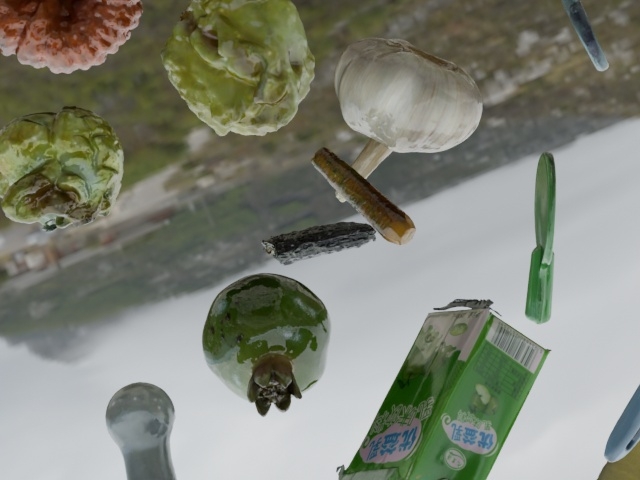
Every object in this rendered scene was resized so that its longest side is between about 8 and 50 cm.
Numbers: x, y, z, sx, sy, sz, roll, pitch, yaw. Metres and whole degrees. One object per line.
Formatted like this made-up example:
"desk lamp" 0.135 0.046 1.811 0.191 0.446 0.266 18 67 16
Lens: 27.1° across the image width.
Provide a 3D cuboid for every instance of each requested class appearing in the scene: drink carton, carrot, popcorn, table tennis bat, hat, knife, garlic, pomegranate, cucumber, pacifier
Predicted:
"drink carton" 0.149 0.212 1.624 0.271 0.108 0.161 -60 -161 -18
"carrot" 0.049 -0.055 1.606 0.042 0.171 0.042 -35 152 -22
"popcorn" -0.368 -0.088 1.825 0.198 0.198 0.212 -23 -150 16
"table tennis bat" 0.323 -0.001 1.917 0.039 0.257 0.160 3 -163 3
"hat" -0.440 -0.418 2.221 0.285 0.285 0.400 -23 -170 -3
"knife" 0.311 0.043 1.035 0.044 0.019 0.313 19 104 -45
"garlic" 0.086 -0.138 1.677 0.226 0.199 0.199 -61 169 16
"popcorn" -0.132 -0.300 2.020 0.225 0.285 0.174 -3 -173 25
"pomegranate" -0.069 0.150 1.801 0.187 0.187 0.225 -23 -149 5
"cucumber" 0.000 0.000 2.067 0.182 0.053 0.053 -13 -179 -2
"pacifier" -0.203 0.276 1.533 0.287 0.225 0.238 -16 169 17

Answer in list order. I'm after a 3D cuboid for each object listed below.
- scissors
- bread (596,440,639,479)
"scissors" 0.339 -0.427 1.971 0.029 0.256 0.383 -27 -146 15
"bread" 0.488 0.306 1.724 0.240 0.178 0.135 21 -165 21
